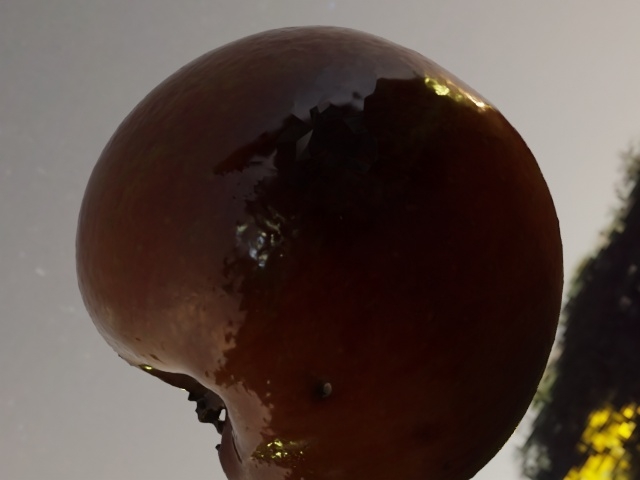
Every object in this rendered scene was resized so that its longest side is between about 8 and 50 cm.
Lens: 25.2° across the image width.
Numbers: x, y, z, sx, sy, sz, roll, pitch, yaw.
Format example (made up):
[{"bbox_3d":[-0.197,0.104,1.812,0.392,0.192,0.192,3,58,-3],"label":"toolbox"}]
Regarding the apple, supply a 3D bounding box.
[{"bbox_3d":[0.000,0.000,0.799,0.251,0.293,0.163,-51,-12,-21],"label":"apple"}]
